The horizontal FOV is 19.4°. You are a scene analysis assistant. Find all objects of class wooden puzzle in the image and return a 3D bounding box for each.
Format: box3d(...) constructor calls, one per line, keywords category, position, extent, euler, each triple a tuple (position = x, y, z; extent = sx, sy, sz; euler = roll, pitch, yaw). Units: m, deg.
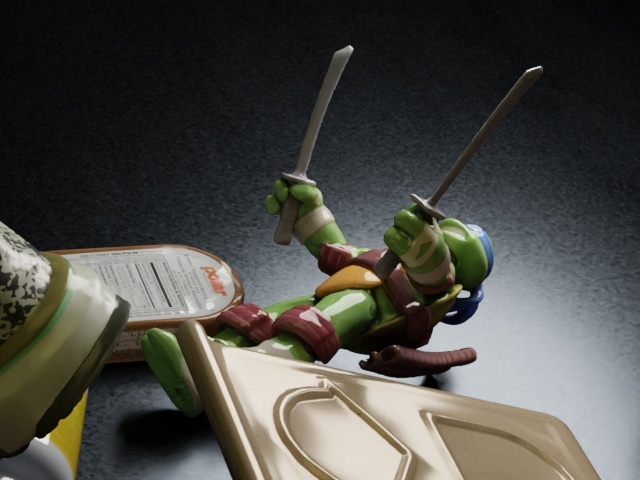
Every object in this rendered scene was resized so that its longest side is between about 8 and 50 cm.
box3d(category="wooden puzzle", position=(0.080, 0.203, 1.147), extent=(0.348, 0.080, 0.322), euler=(19, 26, -31))

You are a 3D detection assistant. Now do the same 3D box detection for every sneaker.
box3d(category="sneaker", position=(-0.292, 0.009, 1.171), extent=(0.410, 0.182, 0.158), euler=(2, 45, 46))

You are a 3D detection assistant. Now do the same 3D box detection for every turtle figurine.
box3d(category="turtle figurine", position=(0.000, 0.000, 1.332), extent=(0.266, 0.274, 0.198), euler=(-33, 51, -29))

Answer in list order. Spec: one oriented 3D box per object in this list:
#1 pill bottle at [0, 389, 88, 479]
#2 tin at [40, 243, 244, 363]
box3d(category="pill bottle", position=(-0.206, 0.133, 1.195), extent=(0.103, 0.103, 0.184), euler=(7, 33, -6))
box3d(category="tin", position=(-0.149, 0.047, 1.403), extent=(0.190, 0.040, 0.106), euler=(-4, 41, -21))
